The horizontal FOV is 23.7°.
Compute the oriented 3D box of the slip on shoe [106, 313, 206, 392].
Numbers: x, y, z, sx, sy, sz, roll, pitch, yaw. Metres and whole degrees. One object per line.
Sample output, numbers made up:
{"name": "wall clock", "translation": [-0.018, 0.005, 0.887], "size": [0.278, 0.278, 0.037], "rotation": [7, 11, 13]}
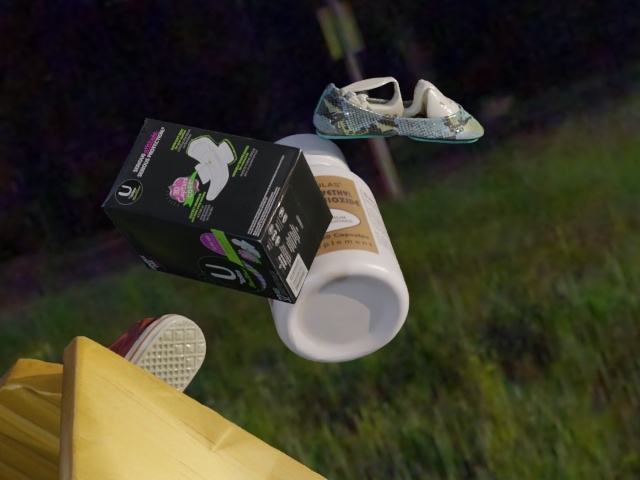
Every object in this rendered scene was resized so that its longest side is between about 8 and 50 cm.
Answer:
{"name": "slip on shoe", "translation": [-0.276, 0.220, 1.900], "size": [0.101, 0.123, 0.331], "rotation": [3, 46, 50]}

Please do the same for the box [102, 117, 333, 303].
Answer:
{"name": "box", "translation": [-0.047, -0.014, 0.712], "size": [0.083, 0.062, 0.052], "rotation": [13, 64, 23]}

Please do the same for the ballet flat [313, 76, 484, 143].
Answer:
{"name": "ballet flat", "translation": [0.086, -0.135, 1.566], "size": [0.188, 0.070, 0.070], "rotation": [-1, 0, -22]}

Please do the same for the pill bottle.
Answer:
{"name": "pill bottle", "translation": [0.000, 0.000, 1.521], "size": [0.131, 0.131, 0.229], "rotation": [-20, 42, 3]}

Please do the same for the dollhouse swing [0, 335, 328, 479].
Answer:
{"name": "dollhouse swing", "translation": [-0.168, 0.316, 1.045], "size": [0.347, 0.315, 0.305], "rotation": [-41, 21, 49]}
